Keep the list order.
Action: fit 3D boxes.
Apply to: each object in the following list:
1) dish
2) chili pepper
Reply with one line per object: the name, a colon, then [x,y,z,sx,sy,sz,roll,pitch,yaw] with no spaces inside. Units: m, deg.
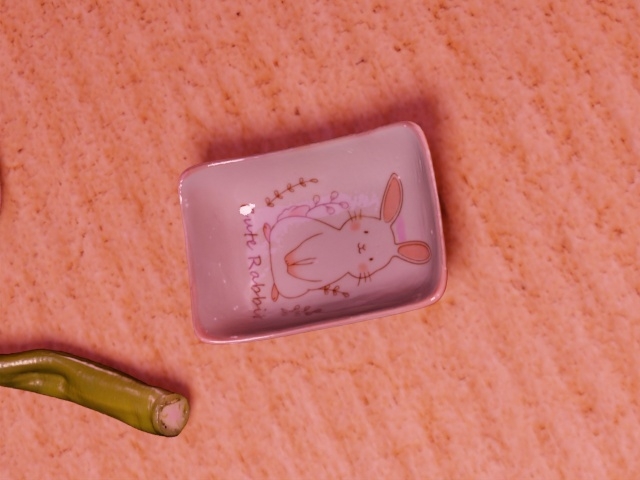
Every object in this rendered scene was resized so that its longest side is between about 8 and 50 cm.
dish: [0.000,0.000,1.514,0.212,0.077,0.151,-11,76,17]
chili pepper: [-0.200,0.121,1.574,0.202,0.052,0.050,13,56,22]
